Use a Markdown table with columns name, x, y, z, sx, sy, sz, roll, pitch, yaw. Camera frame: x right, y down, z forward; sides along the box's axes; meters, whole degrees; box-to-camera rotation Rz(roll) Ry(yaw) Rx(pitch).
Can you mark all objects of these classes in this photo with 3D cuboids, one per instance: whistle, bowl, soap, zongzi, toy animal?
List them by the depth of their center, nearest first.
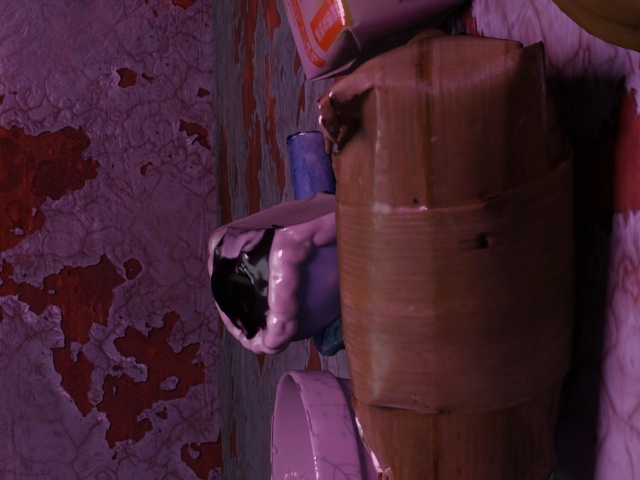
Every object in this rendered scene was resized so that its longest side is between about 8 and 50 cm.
| name | x | y | z | sx | sy | sz | roll | pitch | yaw |
| --- | --- | --- | --- | --- | --- | --- | --- | --- | --- |
| zongzi | 0.103 | 0.049 | 1.062 | 0.418 | 0.181 | 0.447 | -77 | -15 | -76 |
| soap | 0.036 | -0.275 | 1.254 | 0.182 | 0.138 | 0.200 | 141 | 112 | -74 |
| bowl | 0.039 | 0.274 | 1.385 | 0.287 | 0.143 | 0.287 | 178 | 90 | -78 |
| toy animal | -0.021 | 0.035 | 1.537 | 0.208 | 0.204 | 0.156 | 3 | 110 | 60 |
| whistle | 0.000 | 0.000 | 1.731 | 0.062 | 0.062 | 0.304 | 111 | 154 | -62 |

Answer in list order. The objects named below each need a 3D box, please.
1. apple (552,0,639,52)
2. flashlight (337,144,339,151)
| name | x | y | z | sx | sy | sz | roll | pitch | yaw |
| --- | --- | --- | --- | --- | --- | --- | --- | --- | --- |
| apple | 0.210 | -0.258 | 0.639 | 0.320 | 0.311 | 0.361 | -3 | -87 | -57 |
| flashlight | 0.036 | -0.087 | 1.648 | 0.018 | 0.018 | 0.083 | 104 | 160 | -51 |
